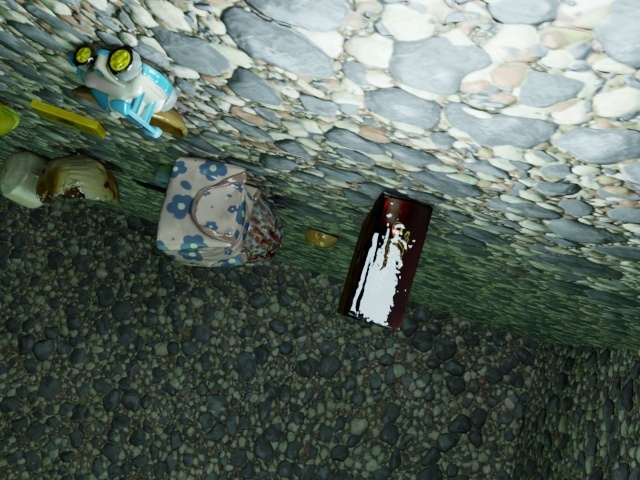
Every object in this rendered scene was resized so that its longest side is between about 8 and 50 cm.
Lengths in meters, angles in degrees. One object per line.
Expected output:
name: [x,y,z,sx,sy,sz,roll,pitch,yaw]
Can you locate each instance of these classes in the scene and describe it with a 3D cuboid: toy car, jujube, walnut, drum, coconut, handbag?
toy car: [-0.313,-0.228,0.839,0.162,0.098,0.126,13,169,16]
jujube: [-0.219,-0.030,1.567,0.226,0.226,0.317,15,174,15]
walnut: [0.000,0.000,1.879,0.121,0.052,0.091,16,175,23]
drum: [-0.382,-0.155,1.651,0.130,0.049,0.253,10,169,39]
coconut: [-1.131,-0.236,2.176,0.234,0.224,0.224,26,168,-39]
handbag: [-0.263,-0.067,1.330,0.193,0.251,0.190,7,163,9]

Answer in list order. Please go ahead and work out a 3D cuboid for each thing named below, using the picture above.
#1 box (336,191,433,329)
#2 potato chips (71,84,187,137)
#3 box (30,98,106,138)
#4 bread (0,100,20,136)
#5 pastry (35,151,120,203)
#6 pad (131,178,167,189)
box: [0.133,0.061,1.268,0.116,0.264,0.415,18,174,1]
potato chips: [-0.335,-0.240,0.981,0.202,0.049,0.150,15,175,7]
box: [-0.597,-0.288,1.314,0.155,0.023,0.087,19,174,-8]
bread: [-0.948,-0.332,1.437,0.384,0.112,0.166,13,171,33]
pastry: [-0.793,-0.205,1.831,0.256,0.170,0.237,5,-175,40]
pad: [-0.597,-0.190,2.044,0.193,0.004,0.116,17,172,10]
